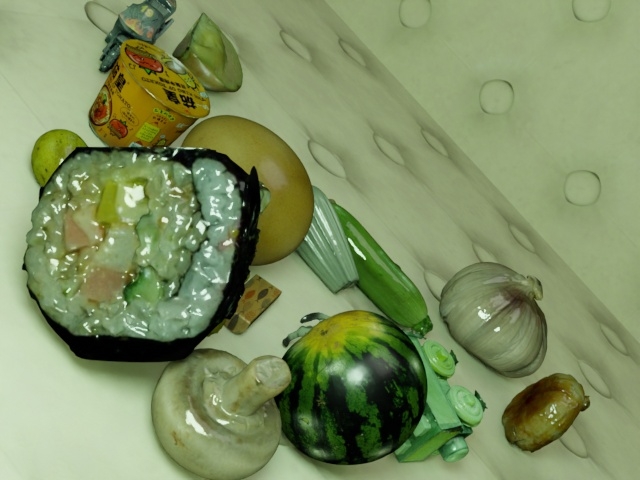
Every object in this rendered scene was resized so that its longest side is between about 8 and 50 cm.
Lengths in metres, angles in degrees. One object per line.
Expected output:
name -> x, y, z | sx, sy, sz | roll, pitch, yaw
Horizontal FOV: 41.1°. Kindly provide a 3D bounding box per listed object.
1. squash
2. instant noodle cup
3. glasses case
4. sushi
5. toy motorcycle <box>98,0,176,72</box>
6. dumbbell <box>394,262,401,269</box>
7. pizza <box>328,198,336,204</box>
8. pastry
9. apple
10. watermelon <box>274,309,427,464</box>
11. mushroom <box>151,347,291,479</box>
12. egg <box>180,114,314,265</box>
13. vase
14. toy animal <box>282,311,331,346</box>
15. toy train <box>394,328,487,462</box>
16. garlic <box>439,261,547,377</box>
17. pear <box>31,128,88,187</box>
squash -> 0.124, 0.071, 2.002 | 0.395, 0.107, 0.107 | 49, 25, 0
instant noodle cup -> -0.354, -0.270, 1.720 | 0.216, 0.172, 0.216 | 35, 27, -21
glasses case -> -0.135, 0.120, 1.609 | 0.064, 0.041, 0.170 | 35, 24, 5
sushi -> -0.245, 0.021, 1.299 | 0.285, 0.328, 0.329 | 53, 37, -79
toy motorcycle -> -0.416, -0.480, 1.956 | 0.108, 0.173, 0.307 | 38, 27, -12
dumbbell -> 0.192, 0.109, 2.122 | 0.052, 0.046, 0.118 | 30, 28, -40
pizza -> -0.022, -0.098, 2.113 | 0.195, 0.052, 0.185 | 35, 23, -19
pastry -> 0.520, 0.404, 2.013 | 0.100, 0.218, 0.229 | 45, 60, -5
apple -> -0.287, -0.451, 2.183 | 0.193, 0.120, 0.265 | 47, 24, -27
watermelon -> 0.054, 0.246, 1.431 | 0.269, 0.269, 0.269 | 35, 26, -20
mushroom -> -0.130, 0.234, 1.233 | 0.207, 0.215, 0.207 | 30, 36, -25
egg -> -0.152, -0.102, 1.671 | 0.250, 0.250, 0.322 | -1, 55, -57
vase -> 0.000, 0.000, 1.915 | 0.248, 0.128, 0.128 | 60, 27, 9
toy animal -> 0.055, 0.208, 1.601 | 0.217, 0.176, 0.073 | 45, 24, 4
toy train -> 0.198, 0.311, 1.697 | 0.188, 0.159, 0.272 | 9, 45, -44
garlic -> 0.457, 0.206, 2.195 | 0.322, 0.241, 0.322 | 17, 51, -22
pear -> -0.441, -0.135, 1.459 | 0.107, 0.107, 0.131 | 28, 22, -32
